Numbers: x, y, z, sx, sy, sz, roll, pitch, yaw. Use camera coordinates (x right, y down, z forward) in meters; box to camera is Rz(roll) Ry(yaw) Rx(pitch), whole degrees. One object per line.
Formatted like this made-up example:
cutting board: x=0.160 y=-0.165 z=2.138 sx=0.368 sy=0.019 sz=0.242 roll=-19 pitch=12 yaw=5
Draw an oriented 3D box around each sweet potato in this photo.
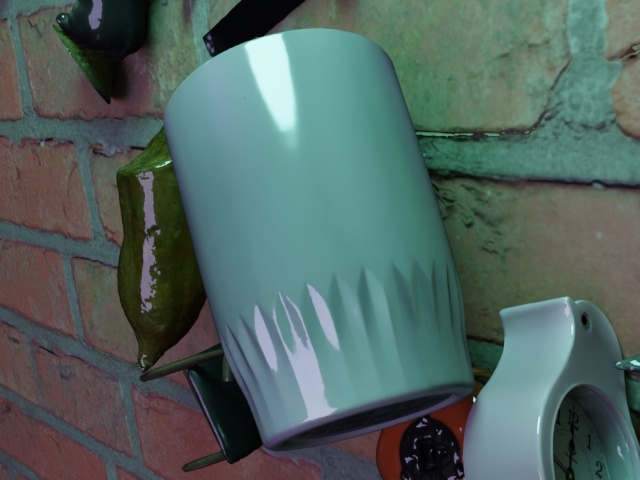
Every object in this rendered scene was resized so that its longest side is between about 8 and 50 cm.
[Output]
sweet potato: x=-0.219 y=0.004 z=1.052 sx=0.158 sy=0.158 sz=0.370 roll=8 pitch=100 yaw=42

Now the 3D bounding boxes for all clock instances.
clock: x=0.256 y=0.220 z=0.685 sx=0.080 sy=0.275 sz=0.290 roll=-21 pitch=127 yaw=44

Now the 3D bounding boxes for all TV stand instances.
TV stand: x=-0.053 y=-0.295 z=0.872 sx=0.256 sy=0.049 sz=0.040 roll=-25 pitch=89 yaw=45

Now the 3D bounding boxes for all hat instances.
hat: x=-0.353 y=-0.296 z=1.155 sx=0.146 sy=0.067 sz=0.146 roll=56 pitch=176 yaw=5

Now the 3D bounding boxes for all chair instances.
chair: x=-0.104 y=0.201 z=1.012 sx=0.272 sy=0.188 sz=0.166 roll=-35 pitch=81 yaw=48

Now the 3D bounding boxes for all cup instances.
cup: x=0.000 y=0.000 z=0.725 sx=0.253 sy=0.253 sz=0.372 roll=-37 pitch=62 yaw=45

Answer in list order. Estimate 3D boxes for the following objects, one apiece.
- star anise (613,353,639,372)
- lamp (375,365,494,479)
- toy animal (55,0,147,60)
star anise: x=0.368 y=0.136 z=0.615 sx=0.204 sy=0.061 sz=0.181 roll=-23 pitch=77 yaw=41
lamp: x=0.159 y=0.228 z=0.786 sx=0.187 sy=0.164 sz=0.188 roll=-10 pitch=74 yaw=37
toy animal: x=-0.286 y=-0.423 z=1.010 sx=0.168 sy=0.106 sz=0.343 roll=43 pitch=127 yaw=25
